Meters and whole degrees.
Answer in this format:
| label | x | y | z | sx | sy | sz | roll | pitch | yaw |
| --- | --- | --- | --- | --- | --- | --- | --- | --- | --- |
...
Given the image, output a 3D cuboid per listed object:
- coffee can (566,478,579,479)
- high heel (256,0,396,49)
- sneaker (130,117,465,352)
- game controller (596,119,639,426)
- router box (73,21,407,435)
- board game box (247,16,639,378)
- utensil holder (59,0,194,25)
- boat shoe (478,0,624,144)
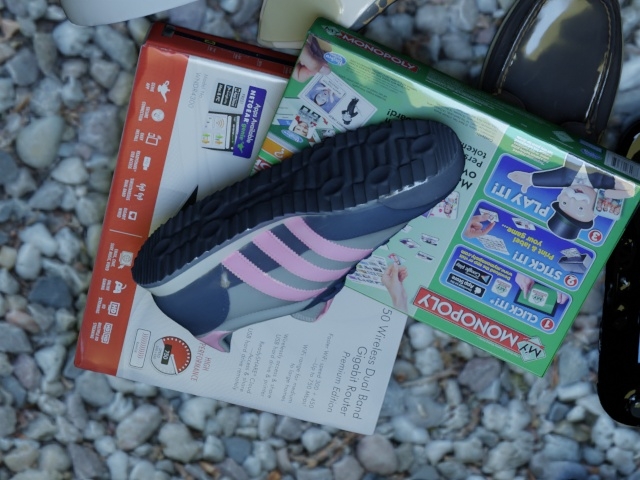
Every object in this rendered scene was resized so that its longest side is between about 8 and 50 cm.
| label | x | y | z | sx | sy | sz | roll | pitch | yaw |
| --- | --- | --- | --- | --- | --- | --- | --- | --- | --- |
| coffee can | 0.334 | 0.382 | 1.786 | 0.275 | 0.201 | 0.202 | 24 | 110 | -8 |
| high heel | 0.066 | -0.250 | 1.625 | 0.261 | 0.186 | 0.093 | -33 | 84 | 47 |
| sneaker | 0.000 | 0.000 | 1.553 | 0.319 | 0.112 | 0.131 | -21 | 126 | 25 |
| game controller | 0.354 | 0.031 | 1.719 | 0.166 | 0.067 | 0.319 | 1 | 112 | 1 |
| router box | -0.052 | -0.009 | 1.707 | 0.301 | 0.082 | 0.335 | 13 | 111 | -3 |
| board game box | 0.098 | -0.035 | 1.583 | 0.317 | 0.046 | 0.213 | 25 | 120 | 1 |
| utensil holder | -0.124 | -0.410 | 1.428 | 0.327 | 0.327 | 0.385 | -19 | 107 | 9 |
| boat shoe | 0.194 | -0.072 | 1.648 | 0.132 | 0.130 | 0.355 | 14 | 111 | -4 |
